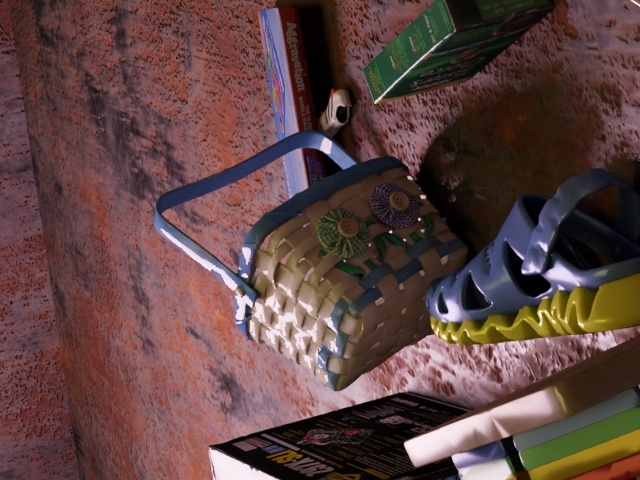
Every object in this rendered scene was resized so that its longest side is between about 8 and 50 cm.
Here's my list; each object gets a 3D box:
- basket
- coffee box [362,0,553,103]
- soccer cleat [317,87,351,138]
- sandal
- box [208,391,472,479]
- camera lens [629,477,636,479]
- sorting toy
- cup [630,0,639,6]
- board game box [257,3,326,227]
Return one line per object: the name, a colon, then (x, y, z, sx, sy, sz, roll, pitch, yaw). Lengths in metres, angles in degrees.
basket: (0.000, 0.000, 1.579, 0.289, 0.255, 0.201, 36, 138, 29)
coffee box: (0.126, -0.186, 1.370, 0.184, 0.113, 0.040, -36, 72, 62)
soccer cleat: (0.018, -0.143, 1.723, 0.035, 0.029, 0.083, 65, 149, 34)
sandal: (0.202, 0.021, 1.315, 0.317, 0.126, 0.138, -17, 83, 57)
box: (0.059, 0.245, 1.551, 0.322, 0.257, 0.079, 5, 108, 64)
camera lens: (0.248, 0.344, 1.238, 0.219, 0.219, 0.274, 57, 149, 37)
sorting toy: (0.235, 0.128, 1.119, 0.089, 0.257, 0.255, 67, 154, 7)
cup: (0.293, -0.295, 0.792, 0.331, 0.237, 0.331, 37, 134, 51)
board game box: (-0.031, -0.145, 1.793, 0.145, 0.027, 0.281, -154, 54, -75)
